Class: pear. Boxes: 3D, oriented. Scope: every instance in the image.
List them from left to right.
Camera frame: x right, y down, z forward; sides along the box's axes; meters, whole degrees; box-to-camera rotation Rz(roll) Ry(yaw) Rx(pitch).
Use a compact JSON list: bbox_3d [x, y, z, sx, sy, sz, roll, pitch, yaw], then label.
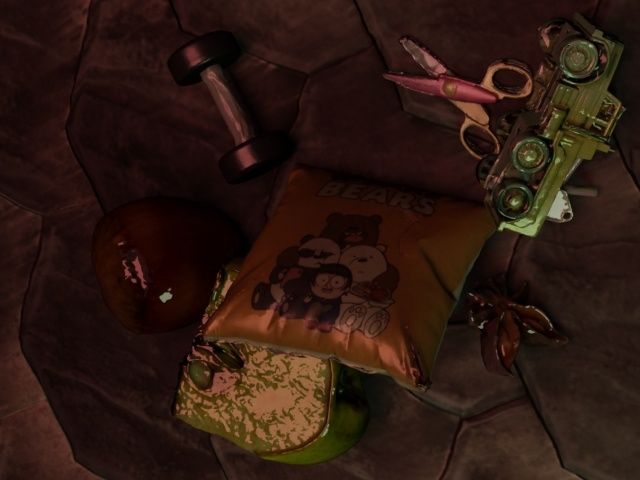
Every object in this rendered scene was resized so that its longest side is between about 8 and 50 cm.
[{"bbox_3d":[-0.042,0.163,1.738,0.255,0.164,0.238,22,100,17],"label":"pear"}]

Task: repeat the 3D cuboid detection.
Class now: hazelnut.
[{"bbox_3d":[-0.207,0.031,1.790,0.208,0.208,0.208,5,102,26],"label":"hazelnut"}]

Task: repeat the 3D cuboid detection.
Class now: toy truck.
[{"bbox_3d":[0.289,-0.134,1.544,0.135,0.128,0.259,15,110,-9],"label":"toy truck"}]

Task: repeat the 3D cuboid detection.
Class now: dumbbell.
[{"bbox_3d":[-0.121,-0.178,1.742,0.100,0.100,0.191,-29,86,28],"label":"dumbbell"}]

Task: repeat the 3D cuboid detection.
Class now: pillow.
[{"bbox_3d":[0.044,0.034,1.612,0.310,0.312,0.119,10,139,25],"label":"pillow"}]

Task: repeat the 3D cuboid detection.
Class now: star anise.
[{"bbox_3d":[0.166,0.127,1.663,0.218,0.148,0.227,29,146,-15],"label":"star anise"}]

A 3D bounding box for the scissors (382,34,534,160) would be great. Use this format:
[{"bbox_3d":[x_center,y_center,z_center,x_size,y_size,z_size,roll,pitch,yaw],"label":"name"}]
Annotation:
[{"bbox_3d":[0.167,-0.193,1.636,0.187,0.020,0.133,30,109,17],"label":"scissors"}]
